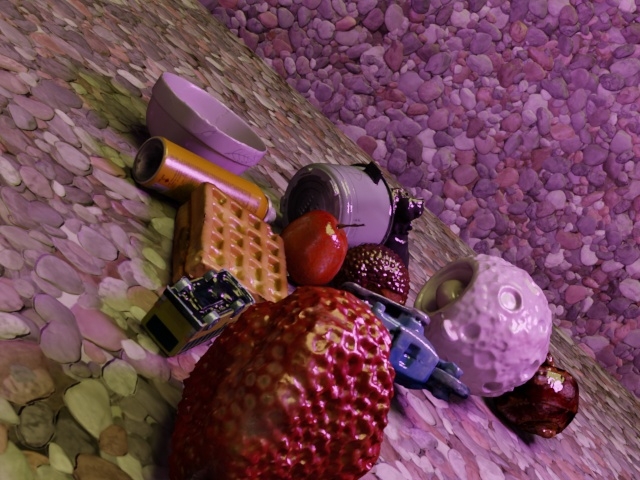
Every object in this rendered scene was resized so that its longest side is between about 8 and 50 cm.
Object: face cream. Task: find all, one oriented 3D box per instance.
[{"bbox_3d":[-0.223,-0.104,1.714,0.349,0.105,0.105,25,24,-45],"label":"face cream"}]

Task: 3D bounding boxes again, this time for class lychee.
[{"bbox_3d":[0.117,0.089,1.892,0.188,0.188,0.188,39,17,-14],"label":"lychee"}]

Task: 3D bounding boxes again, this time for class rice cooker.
[{"bbox_3d":[0.048,-0.073,1.992,0.227,0.280,0.241,0,40,-43],"label":"rice cooker"}]

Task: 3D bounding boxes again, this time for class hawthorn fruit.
[{"bbox_3d":[0.000,0.000,1.795,0.162,0.203,0.162,42,13,-12],"label":"hawthorn fruit"}]

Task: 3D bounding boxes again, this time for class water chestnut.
[{"bbox_3d":[0.553,0.381,2.103,0.224,0.238,0.223,14,-17,5],"label":"water chestnut"}]

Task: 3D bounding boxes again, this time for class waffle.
[{"bbox_3d":[-0.166,0.036,1.523,0.224,0.098,0.327,34,20,-22],"label":"waffle"}]

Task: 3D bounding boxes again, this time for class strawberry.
[{"bbox_3d":[-0.058,0.212,1.032,0.267,0.312,0.351,27,29,21],"label":"strawberry"}]

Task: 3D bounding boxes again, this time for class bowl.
[{"bbox_3d":[-0.272,-0.232,1.824,0.287,0.144,0.287,37,12,-9],"label":"bowl"}]

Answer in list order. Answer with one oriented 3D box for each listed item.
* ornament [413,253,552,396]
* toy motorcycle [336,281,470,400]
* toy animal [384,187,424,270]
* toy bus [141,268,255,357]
[{"bbox_3d":[0.384,0.210,1.947,0.337,0.337,0.337,39,17,-14],"label":"ornament"},{"bbox_3d":[0.152,0.204,1.671,0.319,0.182,0.241,36,17,-17],"label":"toy motorcycle"},{"bbox_3d":[0.179,-0.012,2.099,0.106,0.343,0.168,-9,45,-17],"label":"toy animal"},{"bbox_3d":[-0.187,0.109,1.272,0.088,0.101,0.175,46,22,11],"label":"toy bus"}]
